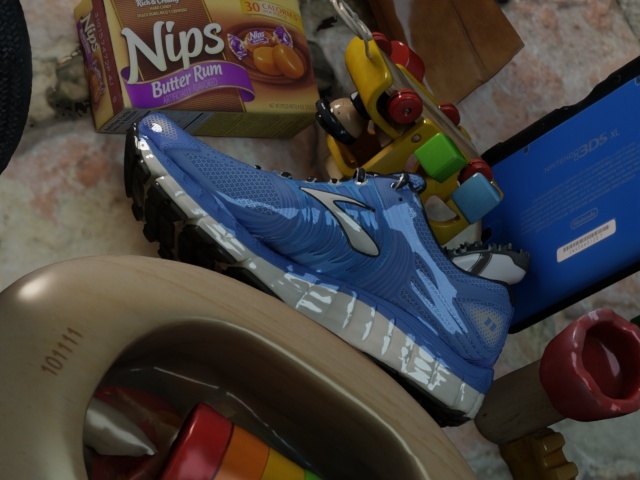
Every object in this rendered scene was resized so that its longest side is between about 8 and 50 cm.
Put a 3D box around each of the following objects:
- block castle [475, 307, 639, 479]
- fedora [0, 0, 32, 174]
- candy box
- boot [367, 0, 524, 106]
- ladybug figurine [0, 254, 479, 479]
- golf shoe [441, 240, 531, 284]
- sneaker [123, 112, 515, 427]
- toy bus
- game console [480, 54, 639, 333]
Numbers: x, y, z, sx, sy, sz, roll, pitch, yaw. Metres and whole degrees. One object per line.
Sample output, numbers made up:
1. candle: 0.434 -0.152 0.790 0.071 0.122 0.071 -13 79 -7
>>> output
1. block castle: 0.383 0.161 1.563 0.453 0.213 0.303 -18 80 -39
2. fedora: -0.339 -0.158 1.222 0.334 0.334 0.152 39 22 -13
3. candy box: -0.096 -0.142 1.477 0.186 0.053 0.109 1 69 -36
4. boot: 0.029 -0.226 1.605 0.264 0.096 0.280 -35 102 -42
5. ladybug figurine: -0.060 0.198 1.258 0.449 0.162 0.305 37 51 -8
6. golf shoe: 0.081 0.054 1.490 0.198 0.077 0.094 -10 81 -18
7. sneaker: 0.000 0.000 1.390 0.330 0.130 0.147 33 70 -3
8. toy bus: 0.053 -0.080 1.485 0.202 0.104 0.191 52 13 7
9. game console: 0.283 -0.063 1.545 0.173 0.293 0.250 15 62 -28
